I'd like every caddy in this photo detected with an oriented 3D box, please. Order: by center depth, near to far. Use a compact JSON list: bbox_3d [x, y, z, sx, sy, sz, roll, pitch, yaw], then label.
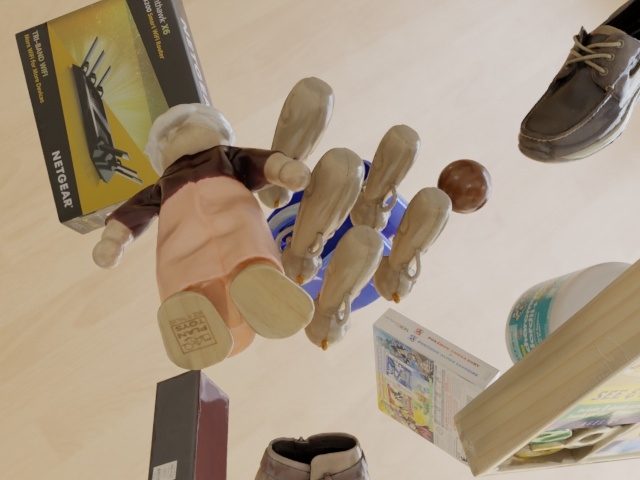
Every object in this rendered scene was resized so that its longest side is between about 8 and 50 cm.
[{"bbox_3d":[0.000,0.000,1.785,0.179,0.341,0.241,38,46,-25],"label":"caddy"}]

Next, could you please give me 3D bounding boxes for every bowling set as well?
[{"bbox_3d":[0.059,-0.012,0.994,0.200,0.154,0.287,9,40,-19],"label":"bowling set"}]

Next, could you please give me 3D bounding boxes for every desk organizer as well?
[{"bbox_3d":[-0.109,0.176,0.864,0.050,0.047,0.130,51,25,-40],"label":"desk organizer"}]

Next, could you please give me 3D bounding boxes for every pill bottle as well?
[{"bbox_3d":[0.314,0.112,1.257,0.146,0.264,0.146,1,81,-8],"label":"pill bottle"}]

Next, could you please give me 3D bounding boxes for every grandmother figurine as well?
[{"bbox_3d":[-0.108,-0.024,0.941,0.208,0.342,0.104,-13,124,-2],"label":"grandmother figurine"}]

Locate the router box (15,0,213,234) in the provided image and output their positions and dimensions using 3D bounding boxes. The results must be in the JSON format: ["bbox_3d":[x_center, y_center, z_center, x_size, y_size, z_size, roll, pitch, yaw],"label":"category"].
[{"bbox_3d":[-0.284,-0.193,1.491,0.243,0.081,0.309,-20,75,7],"label":"router box"}]

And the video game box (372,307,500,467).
[{"bbox_3d":[0.161,0.212,1.455,0.048,0.187,0.205,-44,146,-31],"label":"video game box"}]

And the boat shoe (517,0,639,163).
[{"bbox_3d":[0.387,-0.241,1.443,0.355,0.132,0.130,-43,131,-29],"label":"boat shoe"}]

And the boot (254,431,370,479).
[{"bbox_3d":[0.018,0.157,0.634,0.118,0.042,0.087,-2,117,-5],"label":"boot"}]

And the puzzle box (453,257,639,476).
[{"bbox_3d":[0.334,0.081,0.742,0.409,0.272,0.052,0,57,-26],"label":"puzzle box"}]
